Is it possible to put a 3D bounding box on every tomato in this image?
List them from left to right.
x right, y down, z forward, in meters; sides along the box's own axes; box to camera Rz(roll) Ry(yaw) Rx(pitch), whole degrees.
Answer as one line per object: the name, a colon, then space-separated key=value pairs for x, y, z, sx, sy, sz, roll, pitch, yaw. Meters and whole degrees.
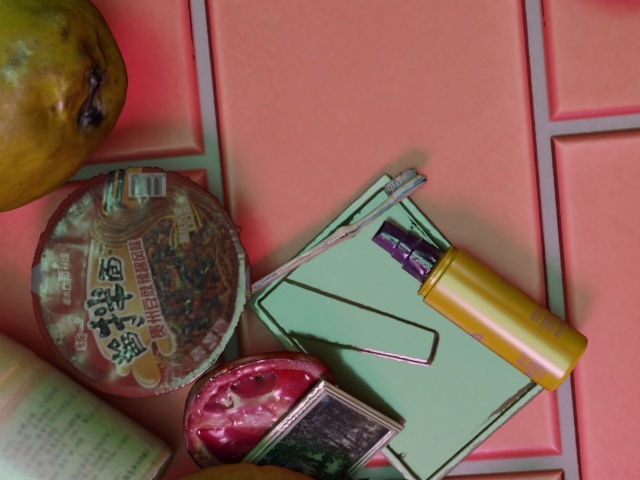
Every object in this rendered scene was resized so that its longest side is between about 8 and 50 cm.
tomato: x=-0.079 y=0.187 z=1.568 sx=0.173 sy=0.099 sz=0.189 roll=10 pitch=119 yaw=-21

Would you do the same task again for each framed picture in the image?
framed picture: x=-0.008 y=0.255 z=1.565 sx=0.142 sy=0.011 sz=0.183 roll=34 pitch=109 yaw=-33
framed picture: x=0.100 y=0.114 z=1.595 sx=0.240 sy=0.020 sz=0.324 roll=-44 pitch=87 yaw=7

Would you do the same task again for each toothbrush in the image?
toothbrush: x=0.003 y=0.005 z=1.578 sx=0.294 sy=0.026 sz=0.028 roll=-37 pitch=70 yaw=6

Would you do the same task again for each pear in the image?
pear: x=-0.425 y=-0.178 z=1.476 sx=0.413 sy=0.352 sz=0.352 roll=-10 pitch=92 yaw=19

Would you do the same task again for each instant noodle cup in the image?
instant noodle cup: x=-0.205 y=0.049 z=1.581 sx=0.274 sy=0.091 sz=0.274 roll=-1 pitch=86 yaw=12

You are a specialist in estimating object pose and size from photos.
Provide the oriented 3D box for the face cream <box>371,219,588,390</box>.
face cream: x=0.178 y=0.066 z=1.534 sx=0.273 sy=0.078 sz=0.078 roll=36 pitch=97 yaw=3

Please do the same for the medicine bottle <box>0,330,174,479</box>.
medicine bottle: x=-0.399 y=0.230 z=1.550 sx=0.406 sy=0.236 sz=0.235 roll=33 pitch=96 yaw=3

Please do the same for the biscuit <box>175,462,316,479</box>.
biscuit: x=-0.089 y=0.384 z=1.559 sx=0.296 sy=0.102 sz=0.296 roll=-1 pitch=119 yaw=-1

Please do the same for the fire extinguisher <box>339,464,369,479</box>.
fire extinguisher: x=0.132 y=0.352 z=1.571 sx=0.268 sy=0.089 sz=0.072 roll=32 pitch=64 yaw=4
